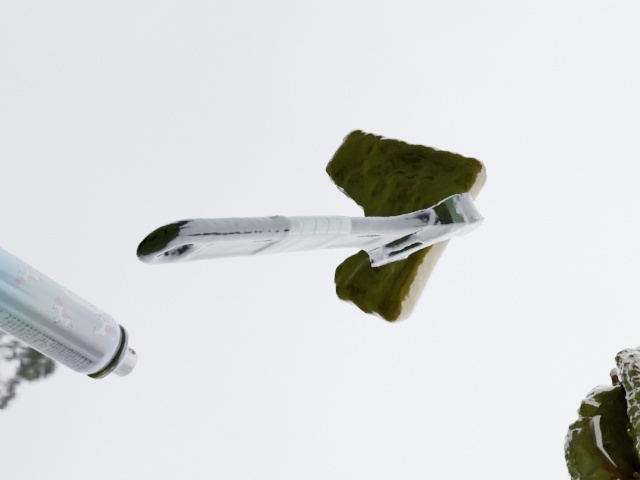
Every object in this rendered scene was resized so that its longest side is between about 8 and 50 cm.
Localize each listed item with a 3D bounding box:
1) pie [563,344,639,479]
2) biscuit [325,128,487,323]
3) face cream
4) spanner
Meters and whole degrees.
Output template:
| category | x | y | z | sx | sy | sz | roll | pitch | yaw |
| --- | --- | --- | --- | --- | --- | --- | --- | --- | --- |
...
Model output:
| category | x | y | z | sx | sy | sz | roll | pitch | yaw |
| --- | --- | --- | --- | --- | --- | --- | --- | --- | --- |
| pie | 0.230 | 0.149 | 0.664 | 0.179 | 0.205 | 0.084 | 37 | -68 | -4 |
| biscuit | 0.055 | -0.017 | 1.072 | 0.174 | 0.039 | 0.183 | 16 | -109 | 38 |
| face cream | -0.290 | 0.083 | 1.207 | 0.075 | 0.229 | 0.075 | -26 | -136 | 28 |
| spanner | 0.000 | 0.000 | 0.723 | 0.087 | 0.316 | 0.024 | -31 | -106 | 34 |
